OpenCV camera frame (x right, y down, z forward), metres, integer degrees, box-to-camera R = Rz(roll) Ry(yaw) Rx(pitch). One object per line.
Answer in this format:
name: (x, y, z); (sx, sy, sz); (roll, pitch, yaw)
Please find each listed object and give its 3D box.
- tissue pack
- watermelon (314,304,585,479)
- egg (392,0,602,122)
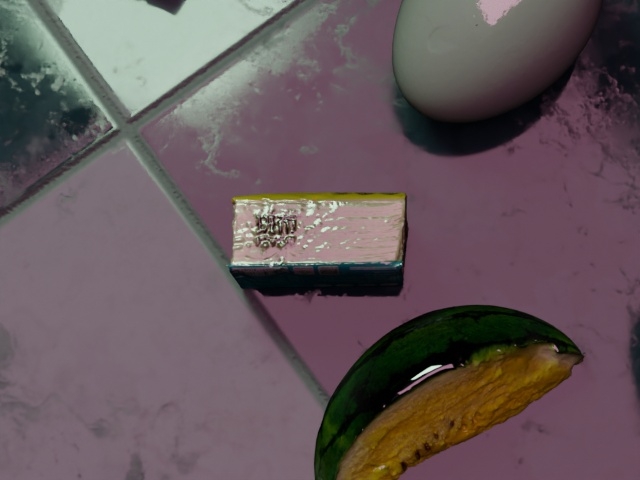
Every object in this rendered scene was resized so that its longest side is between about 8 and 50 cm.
tissue pack: (0.000, 0.000, 1.421); (0.169, 0.120, 0.082); (-1, 79, 4)
watermelon: (0.110, 0.148, 1.424); (0.301, 0.123, 0.129); (-29, 114, -2)
egg: (0.166, -0.214, 1.417); (0.176, 0.176, 0.232); (38, 94, 7)
